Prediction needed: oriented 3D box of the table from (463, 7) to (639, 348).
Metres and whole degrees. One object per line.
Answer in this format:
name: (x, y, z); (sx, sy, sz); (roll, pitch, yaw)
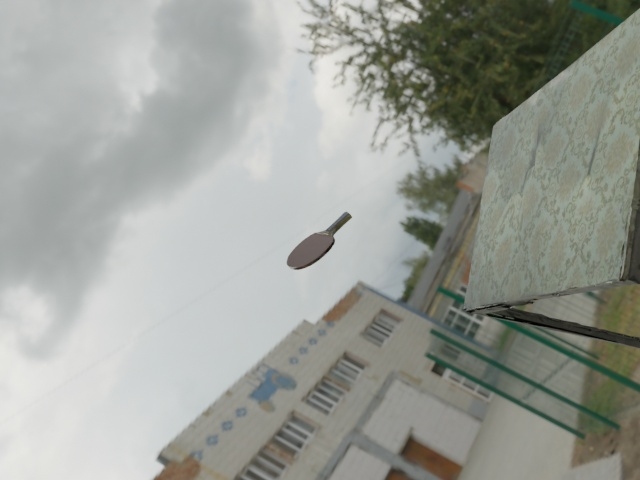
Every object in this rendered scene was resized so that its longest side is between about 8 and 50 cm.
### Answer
table: (0.329, -0.022, 0.760); (0.335, 0.272, 0.222); (138, 143, -78)

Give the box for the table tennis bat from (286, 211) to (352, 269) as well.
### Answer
table tennis bat: (0.000, 0.000, 0.817); (0.083, 0.050, 0.007); (-43, -63, -19)
